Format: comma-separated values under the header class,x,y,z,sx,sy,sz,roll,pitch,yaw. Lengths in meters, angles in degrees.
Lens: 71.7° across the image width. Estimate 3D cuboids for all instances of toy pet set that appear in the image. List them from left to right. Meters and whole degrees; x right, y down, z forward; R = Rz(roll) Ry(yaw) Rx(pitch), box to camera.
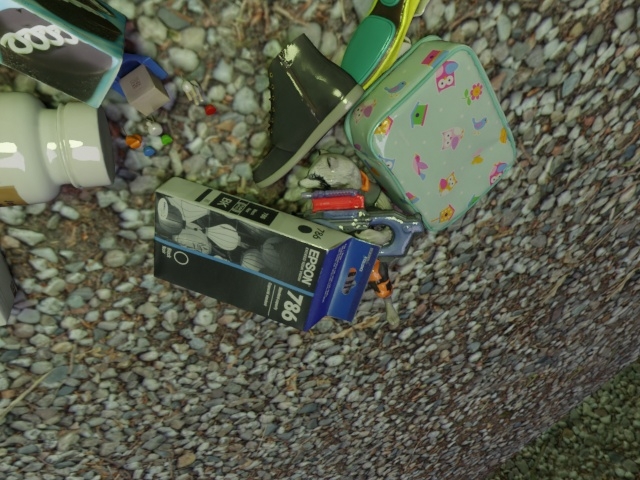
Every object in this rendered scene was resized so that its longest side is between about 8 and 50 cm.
class,x,y,z,sx,sy,sz,roll,pitch,yaw
toy pet set,-0.221,-0.185,0.579,0.122,0.065,0.114,-31,166,7

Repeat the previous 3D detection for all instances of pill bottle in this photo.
class,x,y,z,sx,sy,sz,roll,pitch,yaw
pill bottle,-0.373,-0.104,0.516,0.229,0.131,0.131,-8,128,-17

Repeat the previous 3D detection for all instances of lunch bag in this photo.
class,x,y,z,sx,sy,sz,roll,pitch,yaw
lunch bag,0.185,-0.161,0.708,0.224,0.108,0.279,-46,132,2

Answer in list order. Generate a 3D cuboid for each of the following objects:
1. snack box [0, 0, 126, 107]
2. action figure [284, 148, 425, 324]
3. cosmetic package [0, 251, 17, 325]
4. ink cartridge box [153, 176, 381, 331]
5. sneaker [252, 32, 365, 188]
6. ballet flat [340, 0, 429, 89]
class,x,y,z,sx,sy,sz,roll,pitch,yaw
snack box,-0.339,-0.247,0.381,0.322,0.187,0.060,23,115,-35
action figure,0.000,0.000,0.773,0.341,0.178,0.330,5,122,9
cosmetic package,-0.569,0.070,0.605,0.231,0.085,0.117,-7,129,-15
ink cartridge box,-0.090,0.032,0.676,0.332,0.065,0.165,17,122,5
sneaker,-0.051,-0.178,0.639,0.118,0.083,0.222,45,122,-8
ballet flat,0.102,-0.301,0.599,0.077,0.077,0.231,-2,127,-41
